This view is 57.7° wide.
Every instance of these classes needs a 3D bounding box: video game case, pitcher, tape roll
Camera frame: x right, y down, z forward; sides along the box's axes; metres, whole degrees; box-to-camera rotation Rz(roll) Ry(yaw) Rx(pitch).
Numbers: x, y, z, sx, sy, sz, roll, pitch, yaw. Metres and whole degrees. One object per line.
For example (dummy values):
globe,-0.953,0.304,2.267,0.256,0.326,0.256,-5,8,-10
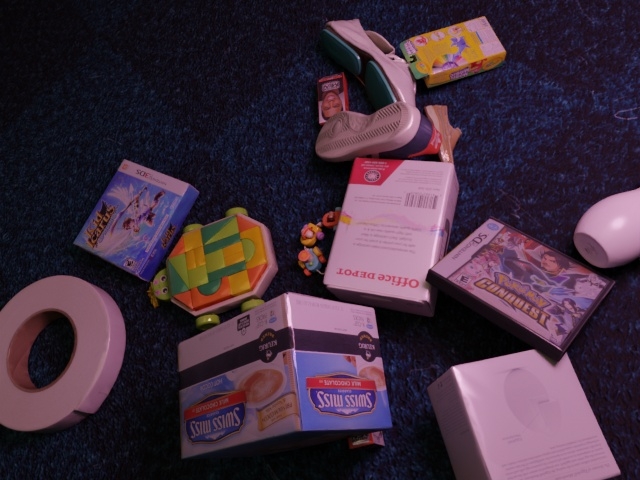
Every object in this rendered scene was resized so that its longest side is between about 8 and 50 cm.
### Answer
video game case,-0.485,-0.059,1.527,0.244,0.061,0.269,21,77,26
pitcher,0.609,-0.019,1.107,0.207,0.125,0.178,-34,77,-9
tape roll,-0.670,0.279,1.445,0.392,0.072,0.392,-7,66,16
video game case,0.382,0.076,1.106,0.275,0.035,0.248,33,46,28

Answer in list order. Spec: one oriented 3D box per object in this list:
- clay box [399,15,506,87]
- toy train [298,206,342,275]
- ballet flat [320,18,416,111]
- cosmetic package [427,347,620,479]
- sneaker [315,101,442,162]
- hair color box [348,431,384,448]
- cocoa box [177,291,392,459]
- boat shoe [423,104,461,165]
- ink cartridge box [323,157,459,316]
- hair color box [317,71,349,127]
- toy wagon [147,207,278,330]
clay box,0.312,-0.448,1.392,0.222,0.053,0.127,-17,63,-1
toy train,0.000,0.000,1.326,0.125,0.046,0.166,-4,68,35
ballet flat,0.148,-0.429,1.433,0.139,0.139,0.400,-36,61,2
cosmetic package,0.336,0.322,0.995,0.224,0.138,0.224,-7,62,-15
sneaker,0.128,-0.222,1.337,0.350,0.148,0.131,9,80,55
hair color box,0.077,0.325,1.153,0.053,0.093,0.167,-18,63,12
cocoa box,-0.079,0.268,1.084,0.347,0.231,0.228,-28,59,39
boat shoe,0.289,-0.239,1.333,0.072,0.068,0.190,-10,65,2
ink cartridge box,0.157,-0.013,1.245,0.226,0.131,0.306,8,73,22
hair color box,0.033,-0.353,1.478,0.072,0.043,0.141,-9,66,14
toy wagon,-0.273,0.077,1.392,0.344,0.068,0.267,-20,63,10
